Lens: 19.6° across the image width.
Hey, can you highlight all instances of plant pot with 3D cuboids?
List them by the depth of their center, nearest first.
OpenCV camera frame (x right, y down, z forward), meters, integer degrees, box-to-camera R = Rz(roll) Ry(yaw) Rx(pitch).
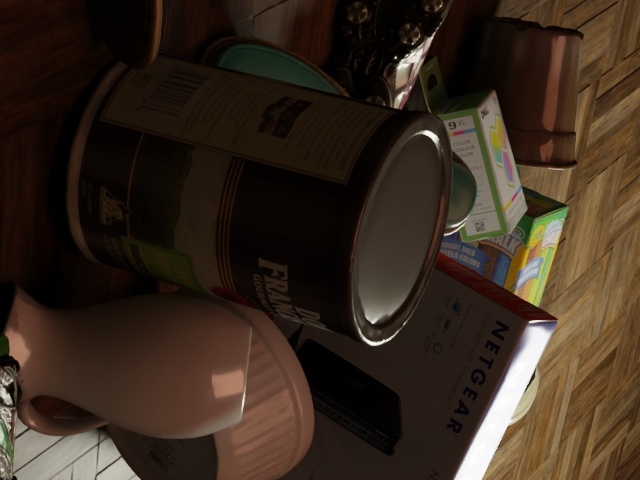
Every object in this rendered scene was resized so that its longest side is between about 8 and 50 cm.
[{"bbox_3d":[0.248,-0.184,2.270,0.167,0.167,0.165,-11,114,-62],"label":"plant pot"}]

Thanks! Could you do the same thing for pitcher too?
[{"bbox_3d":[-0.168,0.120,1.622,0.177,0.207,0.125,98,-2,-51],"label":"pitcher"}]

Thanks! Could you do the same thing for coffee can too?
[{"bbox_3d":[-0.050,-0.041,1.600,0.201,0.275,0.201,-44,142,-49],"label":"coffee can"}]

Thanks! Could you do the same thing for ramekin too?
[{"bbox_3d":[-0.117,0.154,1.760,0.109,0.207,0.207,-30,138,-41],"label":"ramekin"}]

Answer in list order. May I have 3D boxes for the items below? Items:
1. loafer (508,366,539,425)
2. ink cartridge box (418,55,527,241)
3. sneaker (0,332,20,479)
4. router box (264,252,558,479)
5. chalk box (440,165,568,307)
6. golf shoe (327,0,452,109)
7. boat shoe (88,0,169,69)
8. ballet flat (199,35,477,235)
[{"bbox_3d":[0.237,0.220,2.660,0.268,0.102,0.092,-40,150,-45],"label":"loafer"},{"bbox_3d":[0.177,-0.113,2.151,0.109,0.062,0.209,-45,120,-68],"label":"ink cartridge box"},{"bbox_3d":[-0.282,0.151,1.492,0.146,0.134,0.343,-54,152,-28],"label":"sneaker"},{"bbox_3d":[0.039,0.156,1.913,0.082,0.301,0.335,2,114,-61],"label":"router box"},{"bbox_3d":[0.231,-0.006,2.411,0.132,0.132,0.213,-19,128,-59],"label":"chalk box"},{"bbox_3d":[0.067,-0.210,1.966,0.272,0.105,0.120,-64,172,9],"label":"golf shoe"},{"bbox_3d":[-0.144,-0.245,1.495,0.073,0.080,0.223,-39,139,-38],"label":"boat shoe"},{"bbox_3d":[0.001,-0.096,1.833,0.349,0.123,0.123,25,87,-31],"label":"ballet flat"}]
